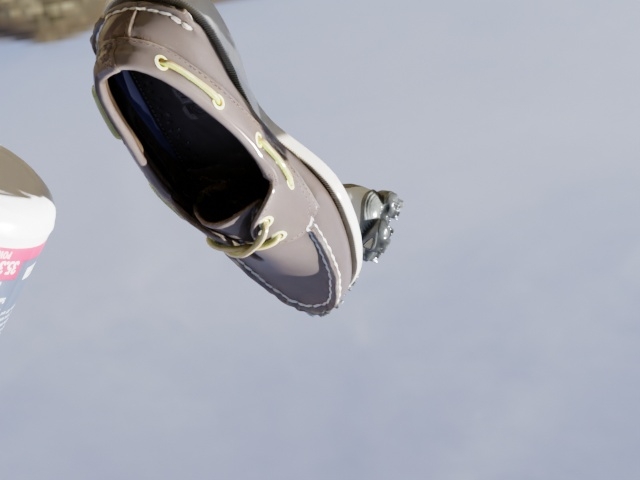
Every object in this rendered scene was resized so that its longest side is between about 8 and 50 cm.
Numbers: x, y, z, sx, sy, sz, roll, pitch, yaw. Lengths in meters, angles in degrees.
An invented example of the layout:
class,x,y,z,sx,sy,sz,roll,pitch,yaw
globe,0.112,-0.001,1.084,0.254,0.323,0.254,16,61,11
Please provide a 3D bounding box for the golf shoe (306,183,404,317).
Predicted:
class,x,y,z,sx,sy,sz,roll,pitch,yaw
golf shoe,0.000,0.000,1.510,0.094,0.198,0.077,21,-125,-10

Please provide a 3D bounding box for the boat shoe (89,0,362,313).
class,x,y,z,sx,sy,sz,roll,pitch,yaw
boat shoe,-0.068,-0.047,1.252,0.116,0.324,0.097,-12,-139,24

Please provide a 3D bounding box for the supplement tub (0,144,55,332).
class,x,y,z,sx,sy,sz,roll,pitch,yaw
supplement tub,-0.343,0.046,1.318,0.191,0.272,0.191,26,-166,-7
